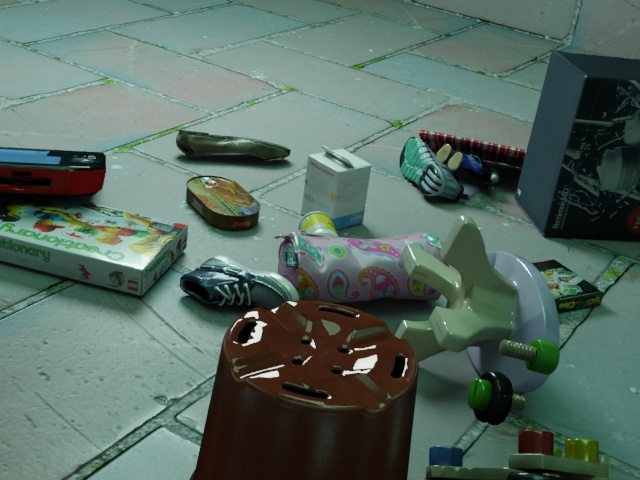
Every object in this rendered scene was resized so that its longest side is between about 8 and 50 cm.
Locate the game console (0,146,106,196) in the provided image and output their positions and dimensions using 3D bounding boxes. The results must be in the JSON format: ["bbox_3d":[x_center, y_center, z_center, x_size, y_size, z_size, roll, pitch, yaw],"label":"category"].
[{"bbox_3d":[-0.587,-0.142,1.760,0.386,0.060,0.342,3,14,-13],"label":"game console"}]

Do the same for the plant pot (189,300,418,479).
[{"bbox_3d":[-0.017,0.225,1.030,0.272,0.265,0.272,6,26,-3],"label":"plant pot"}]

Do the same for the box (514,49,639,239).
[{"bbox_3d":[0.603,-0.188,1.974,0.312,0.343,0.179,3,27,-11],"label":"box"}]

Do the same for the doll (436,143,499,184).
[{"bbox_3d":[0.330,-0.162,2.104,0.189,0.046,0.129,16,20,-46],"label":"doll"}]

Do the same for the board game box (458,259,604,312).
[{"bbox_3d":[0.353,0.088,1.695,0.259,0.030,0.136,-7,32,-28],"label":"board game box"}]

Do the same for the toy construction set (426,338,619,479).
[{"bbox_3d":[0.263,0.313,1.034,0.237,0.257,0.309,15,44,-16],"label":"toy construction set"}]

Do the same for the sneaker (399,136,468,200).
[{"bbox_3d":[0.244,-0.147,2.110,0.098,0.083,0.224,20,25,-24],"label":"sneaker"}]

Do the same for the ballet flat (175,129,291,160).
[{"bbox_3d":[-0.187,-0.195,2.085,0.249,0.058,0.084,6,4,-18],"label":"ballet flat"}]

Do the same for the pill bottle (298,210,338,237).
[{"bbox_3d":[0.000,0.000,1.721,0.065,0.065,0.116,3,27,-12],"label":"pill bottle"}]

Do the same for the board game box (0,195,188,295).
[{"bbox_3d":[-0.398,-0.003,1.615,0.305,0.053,0.193,13,26,9],"label":"board game box"}]

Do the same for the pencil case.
[{"bbox_3d":[0.065,0.043,1.588,0.284,0.124,0.124,0,27,-18],"label":"pencil case"}]

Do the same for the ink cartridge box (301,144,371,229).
[{"bbox_3d":[0.031,-0.106,1.856,0.090,0.143,0.092,-15,35,-39],"label":"ink cartridge box"}]

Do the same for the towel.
[{"bbox_3d":[0.360,-0.203,2.202,0.274,0.031,0.199,12,0,7],"label":"towel"}]

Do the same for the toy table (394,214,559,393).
[{"bbox_3d":[0.219,0.096,1.420,0.160,0.252,0.274,17,12,-19],"label":"toy table"}]

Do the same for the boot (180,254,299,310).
[{"bbox_3d":[-0.129,0.083,1.525,0.190,0.069,0.086,17,33,35],"label":"boot"}]

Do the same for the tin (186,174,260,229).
[{"bbox_3d":[-0.188,-0.073,1.847,0.106,0.040,0.189,-4,28,-32],"label":"tin"}]
